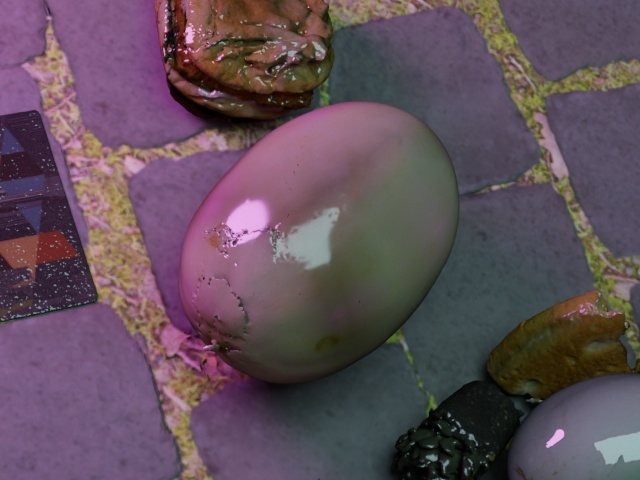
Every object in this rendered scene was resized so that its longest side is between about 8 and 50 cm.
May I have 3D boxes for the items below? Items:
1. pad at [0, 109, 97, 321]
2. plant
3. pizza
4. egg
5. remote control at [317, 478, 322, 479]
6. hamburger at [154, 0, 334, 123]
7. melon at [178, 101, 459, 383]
[{"bbox_3d":[-0.306,-0.023,1.895,0.143,0.003,0.211,-12,70,-25],"label":"pad"},{"bbox_3d":[0.130,0.197,1.900,0.092,0.094,0.143,47,54,0],"label":"plant"},{"bbox_3d":[0.277,0.124,1.992,0.194,0.154,0.069,37,30,-31],"label":"pizza"},{"bbox_3d":[0.288,0.212,1.905,0.231,0.168,0.168,-1,66,-21],"label":"egg"},{"bbox_3d":[-0.005,0.360,1.790,0.103,0.055,0.277,26,58,-7],"label":"remote control"},{"bbox_3d":[-0.084,-0.206,2.015,0.183,0.130,0.206,11,43,-17],"label":"hamburger"},{"bbox_3d":[0.000,0.000,1.870,0.223,0.223,0.317,45,58,4],"label":"melon"}]
